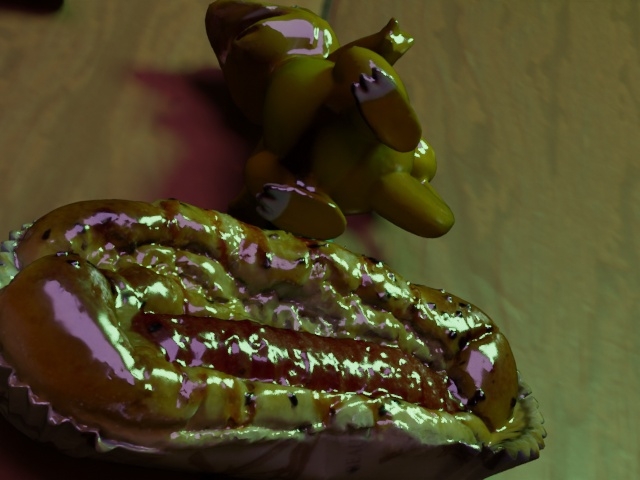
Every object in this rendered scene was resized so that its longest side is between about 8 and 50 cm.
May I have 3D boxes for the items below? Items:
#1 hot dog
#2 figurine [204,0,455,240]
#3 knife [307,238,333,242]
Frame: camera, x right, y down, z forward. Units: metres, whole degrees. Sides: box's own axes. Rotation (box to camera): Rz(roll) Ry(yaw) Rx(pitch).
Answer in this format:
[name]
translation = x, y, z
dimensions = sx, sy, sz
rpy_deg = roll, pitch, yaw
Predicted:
[hot dog]
translation = -0.019, 0.047, 0.612
dimensions = 0.253, 0.069, 0.131
rpy_deg = 13, 39, -28
[figurine]
translation = 0.009, -0.062, 0.752
dimensions = 0.122, 0.121, 0.176
rpy_deg = 30, 18, -37
[knife]
translation = 0.000, 0.000, 0.738
dimensions = 0.014, 0.005, 0.091
rpy_deg = 19, 37, -17
